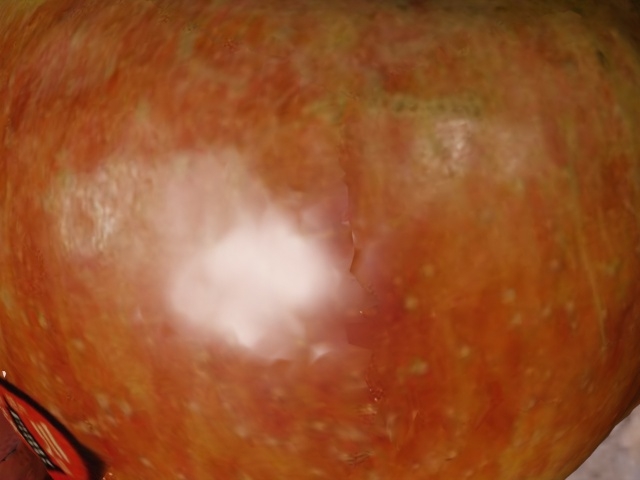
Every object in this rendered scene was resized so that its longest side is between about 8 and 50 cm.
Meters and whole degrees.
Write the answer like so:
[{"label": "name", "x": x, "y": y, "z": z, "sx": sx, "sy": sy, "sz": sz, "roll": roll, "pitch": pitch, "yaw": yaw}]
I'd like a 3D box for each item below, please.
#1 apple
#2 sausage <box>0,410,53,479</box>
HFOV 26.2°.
[{"label": "apple", "x": 0.000, "y": 0.000, "z": 0.512, "sx": 0.309, "sy": 0.277, "sz": 0.250, "roll": -131, "pitch": 37, "yaw": -63}, {"label": "sausage", "x": -0.243, "y": 0.060, "z": 0.847, "sx": 0.152, "sy": 0.152, "sz": 0.280, "roll": -30, "pitch": 70, "yaw": 43}]
